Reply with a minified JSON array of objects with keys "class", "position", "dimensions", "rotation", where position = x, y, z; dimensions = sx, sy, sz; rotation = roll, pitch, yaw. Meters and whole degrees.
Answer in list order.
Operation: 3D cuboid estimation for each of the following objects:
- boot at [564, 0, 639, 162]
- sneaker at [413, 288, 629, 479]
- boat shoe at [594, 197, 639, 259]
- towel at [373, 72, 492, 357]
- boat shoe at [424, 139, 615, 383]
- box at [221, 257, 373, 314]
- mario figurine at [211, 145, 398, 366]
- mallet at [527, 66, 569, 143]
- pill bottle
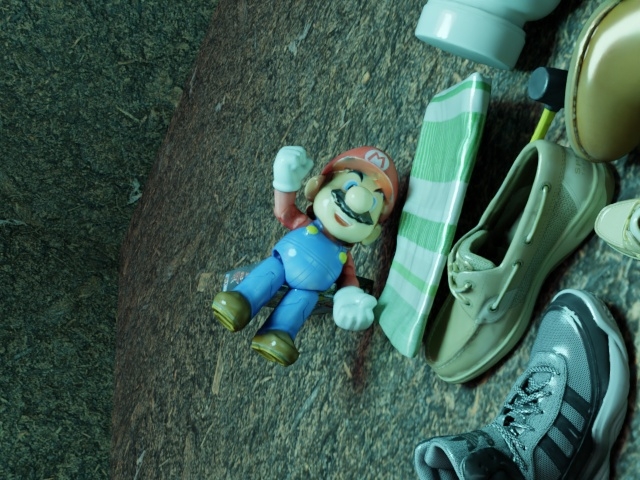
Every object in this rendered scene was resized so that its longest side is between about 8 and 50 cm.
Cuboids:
[{"class":"boot","position":[0.331,-0.155,0.623],"dimensions":[0.283,0.109,0.220],"rotation":[-62,32,19]},{"class":"sneaker","position":[0.173,0.163,0.685],"dimensions":[0.101,0.153,0.268],"rotation":[-7,69,65]},{"class":"boat shoe","position":[0.286,-0.012,0.658],"dimensions":[0.170,0.059,0.063],"rotation":[17,91,67]},{"class":"towel","position":[0.131,-0.036,0.974],"dimensions":[0.248,0.038,0.324],"rotation":[-135,61,-85]},{"class":"boat shoe","position":[0.180,0.027,0.827],"dimensions":[0.302,0.098,0.109],"rotation":[-60,26,30]},{"class":"box","position":[-0.043,0.076,1.233],"dimensions":[0.233,0.159,0.044],"rotation":[-18,59,63]},{"class":"mario figurine","position":[0.000,0.000,1.036],"dimensions":[0.170,0.198,0.320],"rotation":[20,67,41]},{"class":"mallet","position":[0.224,-0.100,0.856],"dimensions":[0.189,0.062,0.039],"rotation":[-64,26,23]},{"class":"pill bottle","position":[0.219,-0.359,0.898],"dimensions":[0.301,0.169,0.169],"rotation":[-69,23,10]}]
